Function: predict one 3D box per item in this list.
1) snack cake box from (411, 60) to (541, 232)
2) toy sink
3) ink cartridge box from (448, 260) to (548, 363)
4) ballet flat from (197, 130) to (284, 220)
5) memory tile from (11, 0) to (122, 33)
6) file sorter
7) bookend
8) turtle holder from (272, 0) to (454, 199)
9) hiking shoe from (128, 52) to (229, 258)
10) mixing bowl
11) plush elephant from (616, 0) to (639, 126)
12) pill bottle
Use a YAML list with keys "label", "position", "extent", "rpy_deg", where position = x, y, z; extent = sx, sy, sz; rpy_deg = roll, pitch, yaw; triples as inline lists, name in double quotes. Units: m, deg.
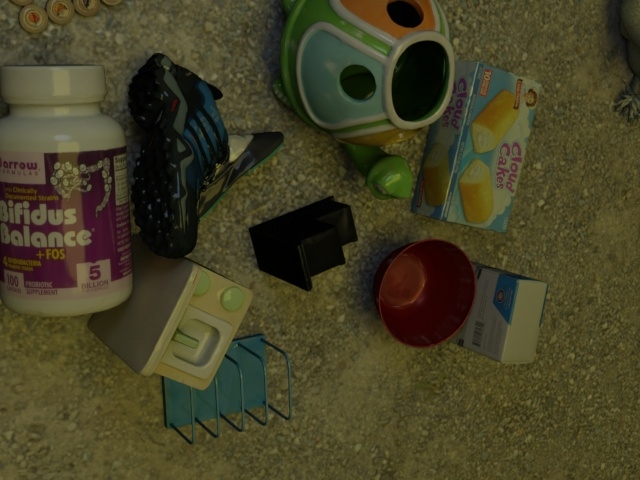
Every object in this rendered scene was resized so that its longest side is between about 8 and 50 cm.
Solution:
- label: "snack cake box"
  position: [0.264, -0.156, 1.502]
  extent: [0.152, 0.089, 0.264]
  rpy_deg: [9, 95, -31]
- label: "toy sink"
  position: [-0.193, 0.101, 1.197]
  extent: [0.131, 0.234, 0.153]
  rpy_deg: [28, 84, -32]
- label: "ink cartridge box"
  position: [0.278, 0.115, 1.506]
  extent: [0.082, 0.190, 0.140]
  rpy_deg: [6, 97, -33]
- label: "ballet flat"
  position: [-0.140, -0.107, 1.284]
  extent: [0.203, 0.074, 0.074]
  rpy_deg: [-44, 118, -13]
- label: "memory tile"
  position: [-0.335, -0.340, 1.151]
  extent: [0.148, 0.012, 0.113]
  rpy_deg: [-28, 113, -24]
- label: "file sorter"
  position: [-0.138, 0.223, 1.331]
  extent: [0.170, 0.104, 0.118]
  rpy_deg: [-8, 104, -29]
- label: "bookend"
  position: [0.000, 0.000, 1.337]
  extent: [0.157, 0.156, 0.072]
  rpy_deg: [-23, 111, -26]
- label: "turtle holder"
  position: [0.066, -0.227, 1.278]
  extent: [0.243, 0.227, 0.320]
  rpy_deg: [8, 110, -38]
- label: "hiking shoe"
  position: [-0.169, -0.111, 1.164]
  extent: [0.132, 0.113, 0.304]
  rpy_deg: [15, 55, -35]
- label: "mixing bowl"
  position: [0.155, 0.077, 1.474]
  extent: [0.181, 0.098, 0.181]
  rpy_deg: [-5, 103, -24]
- label: "plush elephant"
  position: [0.688, -0.365, 1.612]
  extent: [0.272, 0.255, 0.330]
  rpy_deg: [11, 94, -32]
- label: "pill bottle"
  position: [-0.327, -0.068, 1.120]
  extent: [0.169, 0.169, 0.302]
  rpy_deg: [-8, 104, -29]
